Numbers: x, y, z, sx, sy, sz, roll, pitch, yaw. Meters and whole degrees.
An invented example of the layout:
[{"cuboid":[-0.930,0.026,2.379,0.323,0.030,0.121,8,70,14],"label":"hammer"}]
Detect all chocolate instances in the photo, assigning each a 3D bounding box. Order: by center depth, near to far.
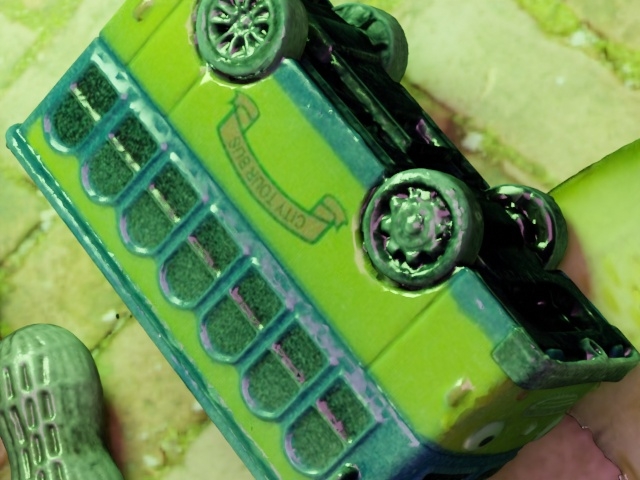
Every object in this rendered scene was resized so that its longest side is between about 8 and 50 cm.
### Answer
[{"cuboid":[-0.148,0.127,1.016,0.072,0.072,0.167,-19,72,9],"label":"chocolate"}]

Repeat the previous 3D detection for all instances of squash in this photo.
[{"cuboid":[0.203,0.024,0.910,0.204,0.155,0.237,-40,71,0],"label":"squash"}]

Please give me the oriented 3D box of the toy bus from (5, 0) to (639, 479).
[{"cuboid":[0.000,0.000,0.948,0.190,0.152,0.312,-46,69,18],"label":"toy bus"}]
